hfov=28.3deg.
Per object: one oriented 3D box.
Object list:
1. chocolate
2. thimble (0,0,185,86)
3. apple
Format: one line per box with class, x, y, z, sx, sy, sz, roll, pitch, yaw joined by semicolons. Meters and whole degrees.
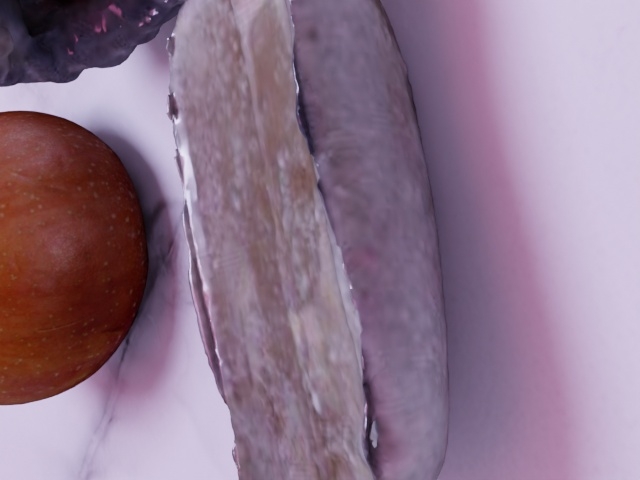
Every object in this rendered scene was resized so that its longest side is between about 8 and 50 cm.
chocolate;0.000;0.000;0.661;0.185;0.100;0.303;-14;84;60
thimble;-0.159;-0.216;0.736;0.236;0.205;0.172;107;144;-62
apple;-0.217;0.013;0.865;0.201;0.162;0.201;15;110;48
